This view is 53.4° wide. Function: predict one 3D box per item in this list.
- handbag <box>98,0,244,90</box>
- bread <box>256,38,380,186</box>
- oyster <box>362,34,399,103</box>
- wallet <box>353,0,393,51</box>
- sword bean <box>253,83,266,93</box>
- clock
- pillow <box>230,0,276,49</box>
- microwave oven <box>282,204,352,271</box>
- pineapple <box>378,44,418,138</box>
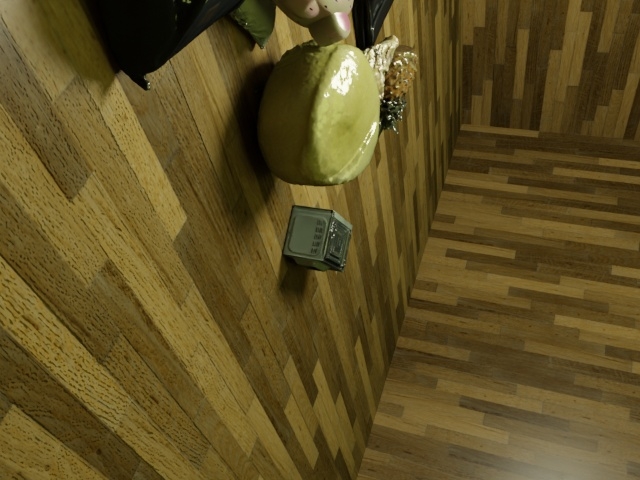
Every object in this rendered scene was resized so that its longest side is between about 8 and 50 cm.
[{"bbox_3d":[-0.182,-0.393,0.926,0.301,0.178,0.274,-59,151,-47],"label":"handbag"},{"bbox_3d":[-0.014,-0.275,1.405,0.321,0.238,0.320,-18,111,-60],"label":"bread"},{"bbox_3d":[0.152,-0.458,1.949,0.238,0.115,0.351,-36,148,-64],"label":"oyster"},{"bbox_3d":[0.190,-0.797,1.986,0.228,0.062,0.405,76,31,-50],"label":"wallet"},{"bbox_3d":[-0.125,-0.332,1.383,0.083,0.012,0.012,-54,148,-56],"label":"sword bean"},{"bbox_3d":[-0.034,-0.554,1.227,0.309,0.114,0.283,41,44,-45],"label":"clock"},{"bbox_3d":[-0.136,-0.466,1.222,0.229,0.051,0.128,18,83,-73],"label":"pillow"},{"bbox_3d":[0.000,0.000,1.731,0.208,0.123,0.162,31,68,-70],"label":"microwave oven"},{"bbox_3d":[0.231,-0.483,2.140,0.169,0.169,0.340,-54,155,-53],"label":"pineapple"}]
